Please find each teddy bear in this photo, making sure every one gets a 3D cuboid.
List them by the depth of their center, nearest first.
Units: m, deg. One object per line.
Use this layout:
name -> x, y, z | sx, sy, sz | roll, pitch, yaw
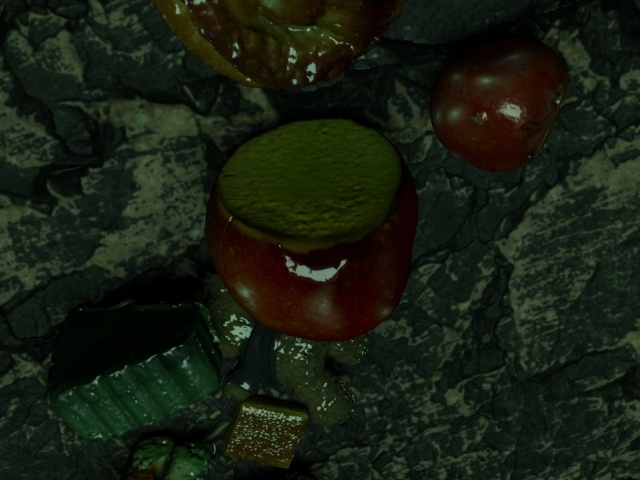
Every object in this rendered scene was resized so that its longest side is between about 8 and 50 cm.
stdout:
teddy bear -> -0.042, 0.124, 1.586 | 0.251, 0.129, 0.181 | 25, 76, -14

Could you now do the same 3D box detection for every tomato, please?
tomato -> 0.203, -0.157, 1.456 | 0.167, 0.167, 0.167 | -3, 118, -5

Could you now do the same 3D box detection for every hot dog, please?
hot dog -> -0.065, -0.328, 1.315 | 0.267, 0.174, 0.387 | -27, 117, 6

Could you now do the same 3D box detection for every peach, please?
peach -> 0.000, 0.000, 1.444 | 0.249, 0.274, 0.245 | -26, 115, 14

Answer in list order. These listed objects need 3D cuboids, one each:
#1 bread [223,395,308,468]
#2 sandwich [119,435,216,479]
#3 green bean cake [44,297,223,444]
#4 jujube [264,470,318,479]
bread -> -0.073, 0.254, 1.705 | 0.094, 0.035, 0.090 | 13, 115, -13
sandwich -> -0.247, 0.405, 1.683 | 0.109, 0.212, 0.292 | 24, 128, -2
green bean cake -> -0.215, 0.135, 1.529 | 0.208, 0.193, 0.107 | -24, 116, 12
jujube -> -0.071, 0.376, 1.739 | 0.166, 0.104, 0.104 | -26, 118, -4
